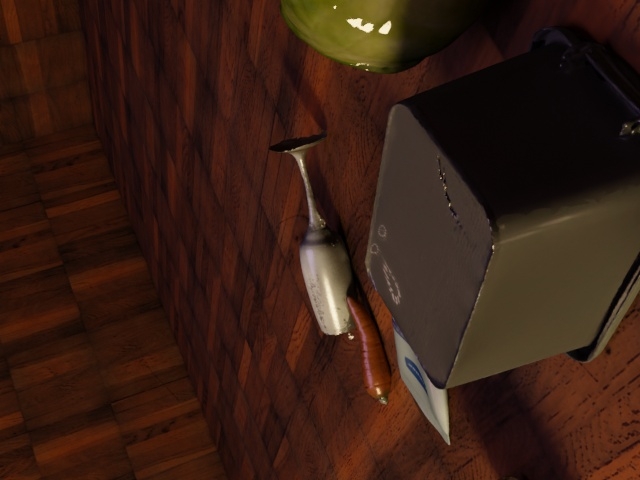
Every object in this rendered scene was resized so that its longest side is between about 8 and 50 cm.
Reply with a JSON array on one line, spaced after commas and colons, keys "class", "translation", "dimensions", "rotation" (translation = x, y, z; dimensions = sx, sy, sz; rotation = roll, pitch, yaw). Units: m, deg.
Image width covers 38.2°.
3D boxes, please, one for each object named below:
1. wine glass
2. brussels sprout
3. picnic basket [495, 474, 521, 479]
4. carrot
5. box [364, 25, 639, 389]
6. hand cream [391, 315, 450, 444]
[{"class": "wine glass", "translation": [0.000, 0.000, 1.131], "dimensions": [0.074, 0.074, 0.262], "rotation": [-145, 39, -63]}, {"class": "brussels sprout", "translation": [0.056, -0.206, 0.653], "dimensions": [0.183, 0.145, 0.131], "rotation": [-55, 10, 17]}, {"class": "picnic basket", "translation": [0.171, 0.296, 0.813], "dimensions": [0.164, 0.115, 0.079], "rotation": [-137, 36, -56]}, {"class": "carrot", "translation": [0.060, 0.133, 1.129], "dimensions": [0.035, 0.035, 0.142], "rotation": [168, 87, -72]}, {"class": "box", "translation": [0.124, -0.010, 0.632], "dimensions": [0.243, 0.135, 0.163], "rotation": [98, 149, -53]}, {"class": "hand cream", "translation": [0.103, 0.079, 0.947], "dimensions": [0.109, 0.067, 0.320], "rotation": [53, 162, 43]}]
